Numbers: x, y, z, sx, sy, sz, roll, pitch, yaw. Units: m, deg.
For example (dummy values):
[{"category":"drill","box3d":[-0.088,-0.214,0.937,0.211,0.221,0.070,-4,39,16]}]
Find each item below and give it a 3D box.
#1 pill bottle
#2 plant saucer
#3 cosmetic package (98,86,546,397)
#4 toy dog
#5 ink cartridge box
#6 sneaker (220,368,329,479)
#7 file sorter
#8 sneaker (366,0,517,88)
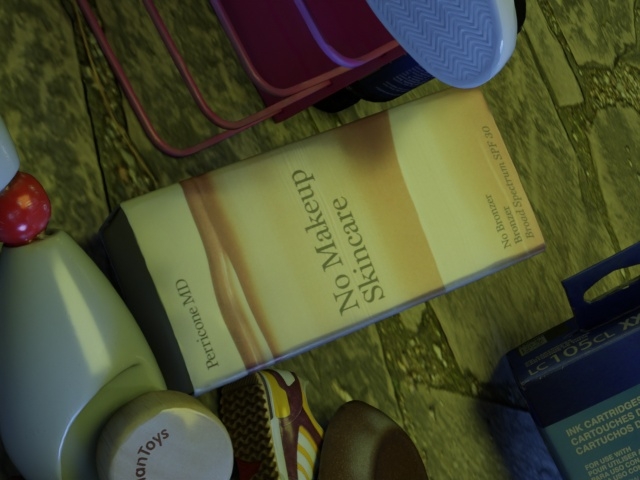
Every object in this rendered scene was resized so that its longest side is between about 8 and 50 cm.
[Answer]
[{"category":"pill bottle","box3d":[0.076,-0.205,1.119,0.123,0.219,0.122,25,54,-39]},{"category":"plant saucer","box3d":[0.056,0.230,0.980,0.198,0.036,0.198,41,42,-53]},{"category":"cosmetic package","box3d":[0.000,0.000,0.898,0.296,0.129,0.153,-22,87,-19]},{"category":"toy dog","box3d":[-0.205,0.060,0.724,0.161,0.220,0.333,-37,94,-19]},{"category":"ink cartridge box","box3d":[0.371,0.187,1.203,0.395,0.270,0.151,62,6,-4]},{"category":"sneaker","box3d":[-0.023,0.192,0.931,0.084,0.069,0.185,10,66,-44]},{"category":"file sorter","box3d":[-0.030,-0.214,0.952,0.182,0.291,0.202,-34,98,-48]},{"category":"sneaker","box3d":[0.078,-0.258,0.793,0.169,0.108,0.292,-34,97,-41]}]
